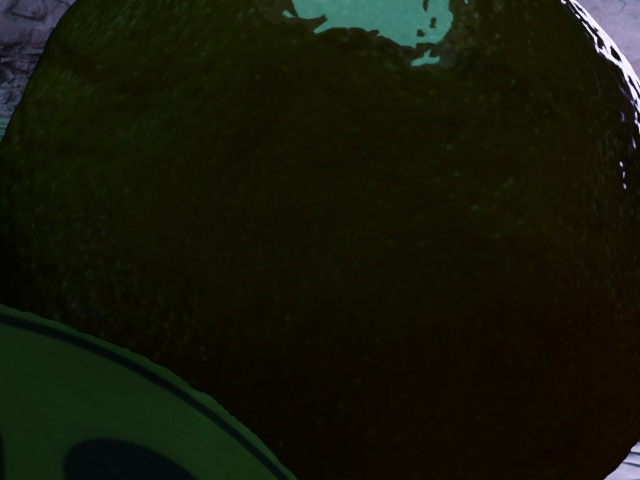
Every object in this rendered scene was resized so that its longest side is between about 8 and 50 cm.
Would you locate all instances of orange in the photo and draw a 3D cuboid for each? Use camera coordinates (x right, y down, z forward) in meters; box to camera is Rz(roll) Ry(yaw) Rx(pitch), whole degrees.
[{"bbox_3d":[0.000,0.000,0.568,0.264,0.264,0.264,4,8,-1],"label":"orange"}]

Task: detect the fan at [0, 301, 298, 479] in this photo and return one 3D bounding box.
[{"bbox_3d":[-0.085,0.075,0.263,0.335,0.011,0.230,22,30,-28],"label":"fan"}]
